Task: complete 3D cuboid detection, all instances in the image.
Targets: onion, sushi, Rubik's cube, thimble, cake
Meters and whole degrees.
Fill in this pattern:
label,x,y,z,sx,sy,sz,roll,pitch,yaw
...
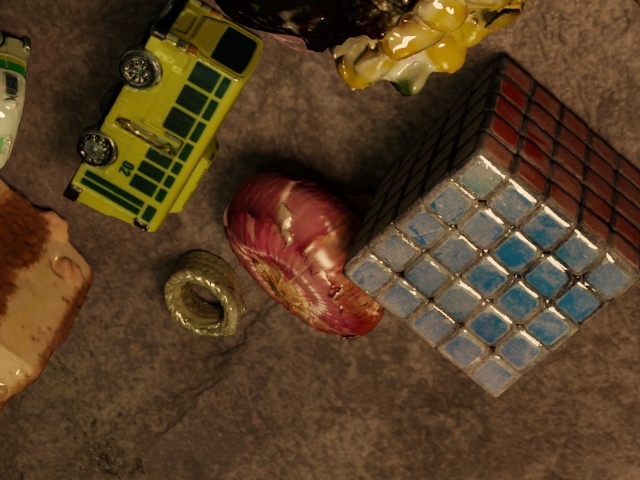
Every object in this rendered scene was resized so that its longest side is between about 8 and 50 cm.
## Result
label,x,y,z,sx,sy,sz,roll,pitch,yaw
onion,0.000,0.000,2.109,0.230,0.230,0.163,44,79,-14
sushi,0.078,-0.299,1.803,0.329,0.328,0.285,-34,119,27
Rubik's cube,0.197,-0.015,1.993,0.237,0.238,0.237,40,120,-10
thimble,-0.141,0.069,2.235,0.110,0.062,0.084,40,121,-13
cake,-0.468,0.073,2.188,0.290,0.282,0.256,41,125,-15

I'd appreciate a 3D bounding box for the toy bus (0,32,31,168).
label,x,y,z,sx,sy,sz,roll,pitch,yaw
toy bus,-0.479,-0.175,2.068,0.276,0.164,0.133,9,126,-19

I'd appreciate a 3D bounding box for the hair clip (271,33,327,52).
label,x,y,z,sx,sy,sz,roll,pitch,yaw
hair clip,-0.114,-0.322,1.974,0.359,0.095,0.110,34,106,-12

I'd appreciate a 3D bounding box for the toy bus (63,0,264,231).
label,x,y,z,sx,sy,sz,roll,pitch,yaw
toy bus,-0.182,-0.141,2.075,0.150,0.128,0.262,30,123,-5

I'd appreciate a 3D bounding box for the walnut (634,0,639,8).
label,x,y,z,sx,sy,sz,roll,pitch,yaw
walnut,0.406,-0.319,1.759,0.273,0.273,0.227,-34,145,29
